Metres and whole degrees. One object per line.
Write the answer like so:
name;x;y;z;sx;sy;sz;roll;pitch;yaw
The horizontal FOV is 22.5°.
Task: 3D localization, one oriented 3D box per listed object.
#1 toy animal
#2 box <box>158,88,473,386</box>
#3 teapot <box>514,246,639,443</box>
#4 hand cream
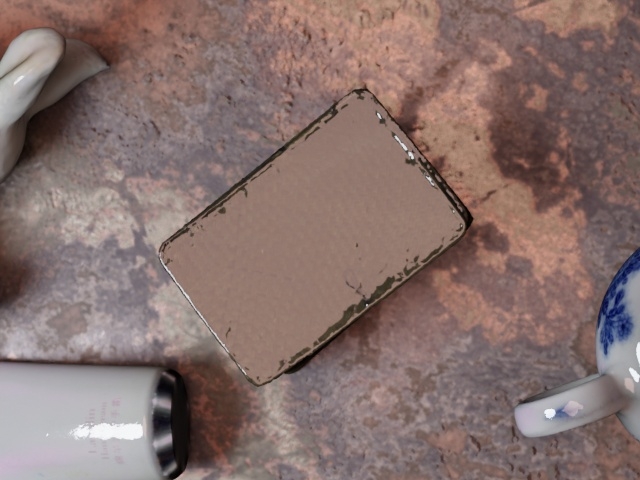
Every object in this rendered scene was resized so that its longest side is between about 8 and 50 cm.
toy animal;-0.382;-0.078;1.657;0.241;0.196;0.367;38;95;-1
box;0.000;0.000;1.630;0.273;0.143;0.184;-39;84;4
teapot;0.384;0.101;1.511;0.424;0.280;0.252;-20;85;8
hand cream;-0.312;0.197;1.686;0.359;0.118;0.185;-4;91;14
